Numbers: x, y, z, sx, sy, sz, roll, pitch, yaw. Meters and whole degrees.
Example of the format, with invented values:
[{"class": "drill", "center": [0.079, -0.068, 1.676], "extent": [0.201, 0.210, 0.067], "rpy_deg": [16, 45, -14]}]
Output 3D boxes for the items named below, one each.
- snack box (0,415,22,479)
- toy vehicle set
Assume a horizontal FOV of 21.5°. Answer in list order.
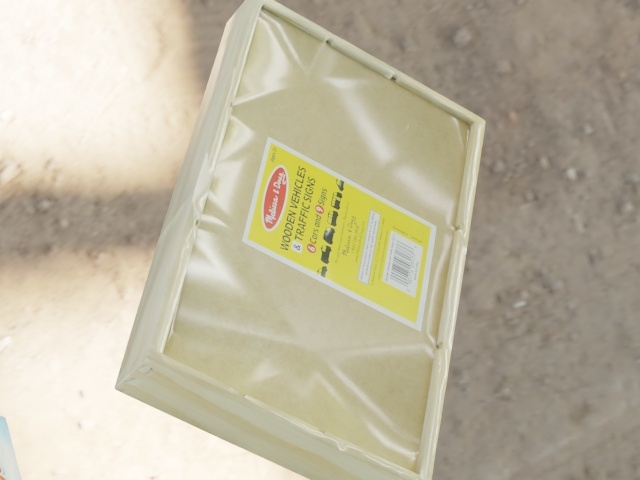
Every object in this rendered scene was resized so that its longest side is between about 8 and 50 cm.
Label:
[{"class": "snack box", "center": [-0.298, 0.287, 1.152], "extent": [0.060, 0.322, 0.187], "rpy_deg": [20, 30, -38]}, {"class": "toy vehicle set", "center": [0.000, 0.000, 0.918], "extent": [0.166, 0.035, 0.267], "rpy_deg": [28, 49, -18]}]
